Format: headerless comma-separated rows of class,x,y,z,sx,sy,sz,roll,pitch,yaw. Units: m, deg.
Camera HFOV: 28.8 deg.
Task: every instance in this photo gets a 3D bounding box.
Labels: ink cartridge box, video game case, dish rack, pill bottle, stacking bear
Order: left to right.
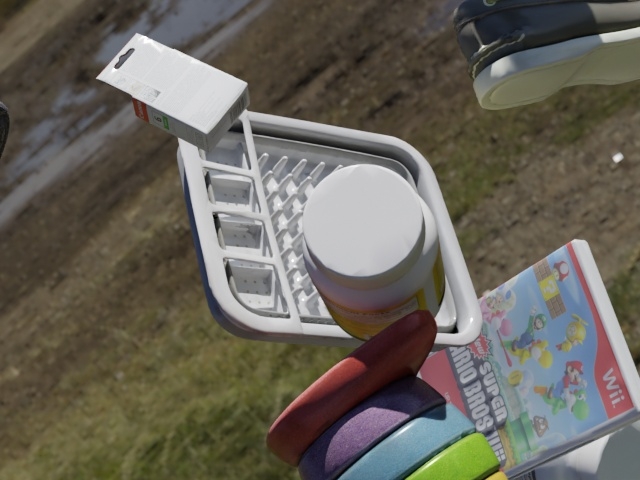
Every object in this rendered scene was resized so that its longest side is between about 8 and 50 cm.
ink cartridge box,-0.124,-0.125,1.050,0.063,0.115,0.029,-54,-20,-27
dish rack,0.000,0.000,1.334,0.072,0.333,0.285,-50,45,42
pill bottle,0.048,0.015,1.099,0.119,0.119,0.208,-43,-18,-7
stacking bear,0.101,0.232,1.022,0.164,0.289,0.175,-31,-19,-24
video game case,0.223,0.153,1.407,0.285,0.025,0.204,-37,60,41
pill bottle,0.337,0.291,1.727,0.176,0.176,0.318,-48,18,-18

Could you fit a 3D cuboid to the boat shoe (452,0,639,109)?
boat shoe,0.257,-0.197,1.158,0.305,0.091,0.109,-14,-18,-30

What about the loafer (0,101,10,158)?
loafer,-0.367,-0.006,1.076,0.302,0.095,0.109,-62,-15,14
